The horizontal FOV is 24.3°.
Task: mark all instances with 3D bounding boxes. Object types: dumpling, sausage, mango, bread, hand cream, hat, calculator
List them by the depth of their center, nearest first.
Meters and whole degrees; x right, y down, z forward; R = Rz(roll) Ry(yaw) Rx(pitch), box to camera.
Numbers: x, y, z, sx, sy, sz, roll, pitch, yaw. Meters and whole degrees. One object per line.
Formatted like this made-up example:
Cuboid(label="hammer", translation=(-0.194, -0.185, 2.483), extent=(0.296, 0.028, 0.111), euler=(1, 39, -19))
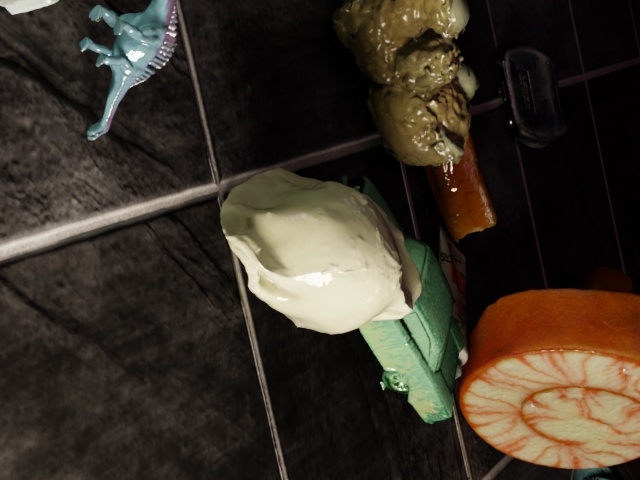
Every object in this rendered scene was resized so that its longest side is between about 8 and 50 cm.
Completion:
Cuboid(label="dumpling", translation=(0.000, 0.000, 1.572), extent=(0.258, 0.147, 0.193), euler=(7, 52, -39))
Cuboid(label="bread", translation=(0.335, 0.187, 1.995), extent=(0.328, 0.295, 0.114), euler=(103, -3, -55))
Cuboid(label="hand cream", translation=(0.176, 0.086, 2.009), extent=(0.080, 0.050, 0.234), euler=(52, 31, -38))
Cuboid(label="sausage", translation=(0.175, -0.139, 2.043), extent=(0.103, 0.076, 0.302), euler=(-46, 123, -65))
Cuboid(label="hat", translation=(0.473, 0.440, 2.439), extent=(0.191, 0.078, 0.138), euler=(58, 36, -38))
Cuboid(label="calculator", translation=(0.349, -0.242, 2.484), extent=(0.268, 0.040, 0.177), euler=(-6, 84, -60))
Cuboid(label="mango", translation=(0.463, 0.134, 2.512), extent=(0.217, 0.102, 0.141), euler=(-65, 161, -45))

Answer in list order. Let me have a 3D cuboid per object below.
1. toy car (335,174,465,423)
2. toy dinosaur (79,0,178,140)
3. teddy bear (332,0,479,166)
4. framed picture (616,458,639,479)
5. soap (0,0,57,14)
Cuboid(label="toy car", translation=(0.097, 0.069, 1.785), extent=(0.321, 0.097, 0.141), euler=(58, 34, -37))
Cuboid(label="toy dinosaur", translation=(-0.164, -0.177, 1.309), extent=(0.080, 0.045, 0.197), euler=(18, 104, -55))
Cuboid(label="teddy bear", translation=(0.121, -0.213, 1.875), extent=(0.267, 0.156, 0.256), euler=(-117, -176, -74))
Cuboid(label="framed picture", translation=(0.601, 0.375, 2.790), extent=(0.324, 0.020, 0.240), euler=(52, 37, -45))
Cuboid(label="soap", translation=(-0.134, -0.326, 1.270), extent=(0.446, 0.261, 0.156), euler=(-46, 123, -58))
